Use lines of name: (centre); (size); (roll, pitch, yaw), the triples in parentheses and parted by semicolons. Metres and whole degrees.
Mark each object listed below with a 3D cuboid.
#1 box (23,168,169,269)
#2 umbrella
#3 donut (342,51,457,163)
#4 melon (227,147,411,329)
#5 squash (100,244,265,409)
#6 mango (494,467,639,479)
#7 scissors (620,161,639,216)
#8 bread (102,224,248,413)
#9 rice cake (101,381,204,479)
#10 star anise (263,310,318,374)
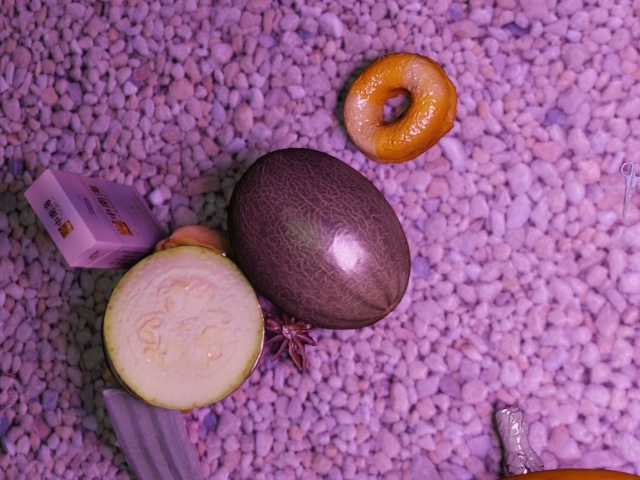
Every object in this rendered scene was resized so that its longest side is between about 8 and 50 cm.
box: (-0.357, -0.028, 1.327); (0.067, 0.243, 0.155); (-42, 75, 13)
umbrella: (0.294, 0.313, 1.172); (0.067, 0.062, 0.144); (-38, 60, 48)
donut: (0.119, -0.216, 1.271); (0.190, 0.074, 0.174); (-26, 78, 15)
melon: (0.000, 0.000, 1.206); (0.301, 0.237, 0.237); (44, 99, 12)
squash: (-0.209, 0.136, 1.223); (0.252, 0.049, 0.252); (-1, 79, 3)
mango: (0.306, 0.447, 1.056); (0.445, 0.232, 0.300); (-15, 113, 7)
scissors: (0.456, -0.075, 1.180); (0.036, 0.006, 0.083); (12, 89, 21)
bread: (-0.227, 0.127, 1.332); (0.172, 0.121, 0.311); (25, 94, 9)
rice cake: (-0.272, 0.325, 1.308); (0.127, 0.043, 0.237); (-3, 122, 16)
star anise: (-0.059, 0.142, 1.306); (0.129, 0.056, 0.124); (23, 90, 4)
